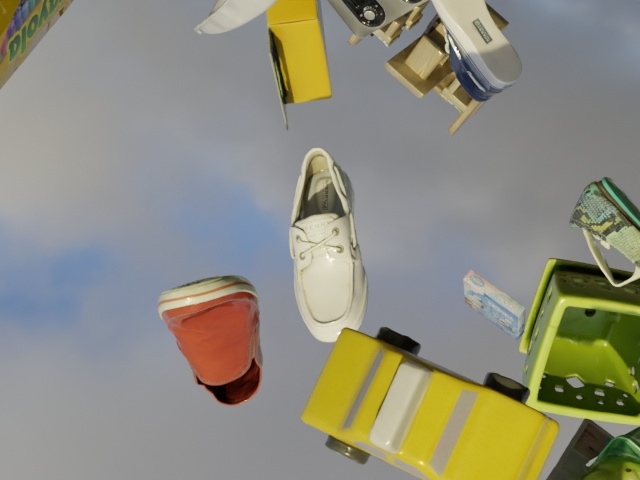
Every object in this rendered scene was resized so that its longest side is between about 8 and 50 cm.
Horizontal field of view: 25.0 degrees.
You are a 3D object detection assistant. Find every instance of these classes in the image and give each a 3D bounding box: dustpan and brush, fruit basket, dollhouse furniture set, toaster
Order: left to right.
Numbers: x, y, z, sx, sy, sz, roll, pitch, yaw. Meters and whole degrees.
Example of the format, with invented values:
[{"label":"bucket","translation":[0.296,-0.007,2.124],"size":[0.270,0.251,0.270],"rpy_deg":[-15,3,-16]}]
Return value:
[{"label":"dustpan and brush","translation":[-0.047,-0.248,1.245],"size":[0.060,0.147,0.211],"rpy_deg":[32,173,-32]},{"label":"toaster","translation":[0.105,-0.397,2.011],"size":[0.110,0.168,0.186],"rpy_deg":[45,-136,-24]},{"label":"dollhouse furniture set","translation":[0.168,-0.273,2.227],"size":[0.212,0.161,0.242],"rpy_deg":[42,-141,5]},{"label":"fruit basket","translation":[0.449,0.402,1.945],"size":[0.327,0.165,0.353],"rpy_deg":[38,-156,11]}]

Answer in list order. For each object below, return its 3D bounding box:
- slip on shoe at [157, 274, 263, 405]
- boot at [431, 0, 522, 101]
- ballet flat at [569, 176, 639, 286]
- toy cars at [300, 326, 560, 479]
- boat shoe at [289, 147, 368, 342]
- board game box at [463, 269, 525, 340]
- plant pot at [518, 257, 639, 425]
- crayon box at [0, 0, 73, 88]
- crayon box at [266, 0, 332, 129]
[{"label":"slip on shoe","translation":[-0.126,0.126,1.816],"size":[0.123,0.331,0.101],"rpy_deg":[-15,-113,-2]},{"label":"boot","translation":[0.171,-0.260,1.780],"size":[0.069,0.190,0.086],"rpy_deg":[-27,177,-25]},{"label":"ballet flat","translation":[0.287,0.028,1.242],"size":[0.070,0.070,0.188],"rpy_deg":[-8,-129,-51]},{"label":"toy cars","translation":[0.101,0.212,0.984],"size":[0.087,0.176,0.394],"rpy_deg":[37,-152,-61]},{"label":"boat shoe","translation":[0.000,0.000,1.876],"size":[0.098,0.096,0.277],"rpy_deg":[-13,-126,9]},{"label":"board game box","translation":[0.231,0.086,1.911],"size":[0.090,0.020,0.090],"rpy_deg":[36,164,20]},{"label":"plant pot","translation":[0.469,0.160,2.479],"size":[0.228,0.227,0.207],"rpy_deg":[10,-155,-6]},{"label":"crayon box","translation":[-0.395,-0.393,1.812],"size":[0.106,0.313,0.363],"rpy_deg":[15,-137,9]},{"label":"crayon box","translation":[-0.040,-0.366,2.293],"size":[0.083,0.203,0.323],"rpy_deg":[-7,-121,3]}]
